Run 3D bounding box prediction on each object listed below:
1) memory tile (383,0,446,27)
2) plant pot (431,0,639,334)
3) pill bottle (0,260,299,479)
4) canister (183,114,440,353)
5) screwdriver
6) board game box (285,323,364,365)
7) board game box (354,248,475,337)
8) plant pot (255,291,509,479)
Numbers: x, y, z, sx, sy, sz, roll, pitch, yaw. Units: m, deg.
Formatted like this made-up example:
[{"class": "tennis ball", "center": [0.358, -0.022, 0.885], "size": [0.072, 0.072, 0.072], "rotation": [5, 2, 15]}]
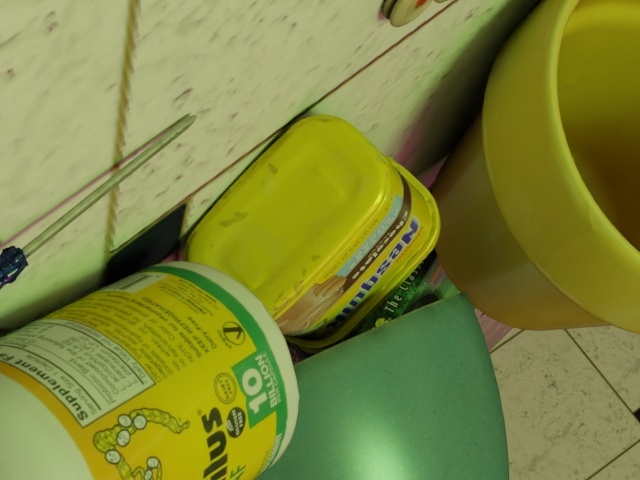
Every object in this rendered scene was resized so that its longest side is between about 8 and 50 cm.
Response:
[{"class": "memory tile", "center": [0.093, -0.166, 0.642], "size": [0.148, 0.012, 0.113], "rotation": [-36, 164, -39]}, {"class": "plant pot", "center": [0.202, -0.041, 0.899], "size": [0.254, 0.254, 0.239], "rotation": [-39, 180, -29]}, {"class": "pill bottle", "center": [-0.111, 0.093, 0.557], "size": [0.208, 0.117, 0.117], "rotation": [-28, 158, -52]}, {"class": "canister", "center": [0.000, 0.000, 0.725], "size": [0.126, 0.073, 0.170], "rotation": [-46, 166, 4]}, {"class": "screwdriver", "center": [-0.107, -0.005, 0.502], "size": [0.170, 0.024, 0.025], "rotation": [-46, 140, -26]}, {"class": "board game box", "center": [0.011, 0.121, 1.158], "size": [0.194, 0.060, 0.194], "rotation": [-32, 162, -46]}, {"class": "board game box", "center": [0.082, 0.067, 1.068], "size": [0.259, 0.030, 0.136], "rotation": [-57, 149, -14]}, {"class": "plant pot", "center": [0.006, 0.182, 0.830], "size": [0.290, 0.195, 0.290], "rotation": [-26, 173, -3]}]
